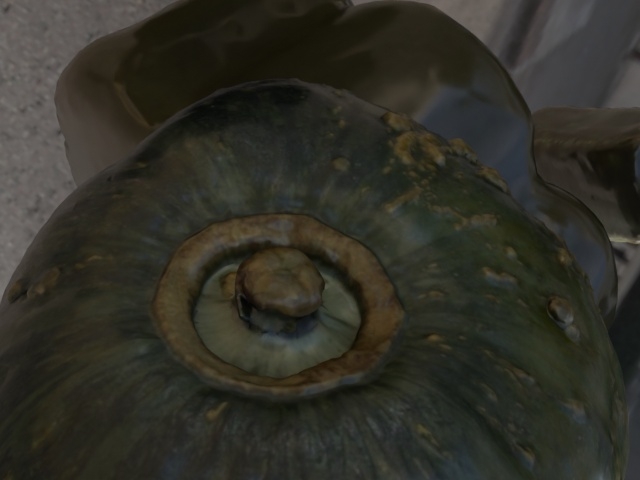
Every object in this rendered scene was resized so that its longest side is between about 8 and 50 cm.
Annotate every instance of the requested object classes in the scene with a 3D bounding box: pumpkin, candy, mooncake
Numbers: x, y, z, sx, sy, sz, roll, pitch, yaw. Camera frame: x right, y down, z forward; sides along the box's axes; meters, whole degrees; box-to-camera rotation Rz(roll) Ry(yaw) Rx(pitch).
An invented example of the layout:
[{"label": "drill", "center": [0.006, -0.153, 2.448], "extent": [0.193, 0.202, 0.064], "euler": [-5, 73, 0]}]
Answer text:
[{"label": "pumpkin", "center": [-0.003, 0.089, 0.519], "extent": [0.257, 0.291, 0.327], "euler": [102, 16, -49]}, {"label": "candy", "center": [0.265, -0.068, 1.113], "extent": [0.102, 0.104, 0.234], "euler": [-28, -163, -21]}, {"label": "mooncake", "center": [0.000, 0.000, 0.963], "extent": [0.262, 0.467, 0.467], "euler": [-38, 158, -18]}]
